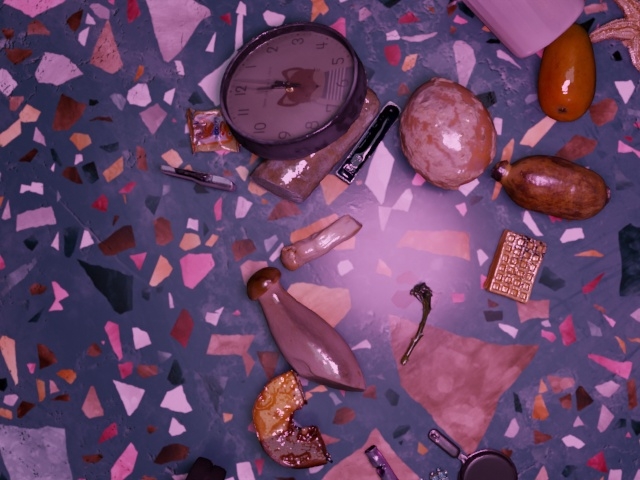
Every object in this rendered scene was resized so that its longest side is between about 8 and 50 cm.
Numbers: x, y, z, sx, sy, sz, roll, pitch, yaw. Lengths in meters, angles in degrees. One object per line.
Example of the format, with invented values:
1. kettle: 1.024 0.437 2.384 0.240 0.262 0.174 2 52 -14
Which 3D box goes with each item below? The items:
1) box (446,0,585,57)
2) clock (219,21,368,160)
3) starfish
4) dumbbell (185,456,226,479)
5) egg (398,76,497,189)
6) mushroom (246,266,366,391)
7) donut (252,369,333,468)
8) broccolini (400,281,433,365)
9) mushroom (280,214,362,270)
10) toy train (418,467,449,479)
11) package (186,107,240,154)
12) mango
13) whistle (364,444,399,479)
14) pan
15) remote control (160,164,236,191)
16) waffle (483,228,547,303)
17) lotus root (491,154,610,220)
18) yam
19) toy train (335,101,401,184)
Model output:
1. box: 0.448 -0.534 1.584 0.291 0.262 0.206 -34 108 35
2. clock: -0.061 -0.326 1.611 0.325 0.067 0.324 -7 65 14
3. starfish: 0.703 -0.460 1.665 0.216 0.071 0.238 -27 82 -5
4. dumbbell: -0.168 0.600 1.606 0.389 0.185 0.185 20 90 2
5. egg: 0.271 -0.230 1.605 0.204 0.203 0.245 -18 82 1
6. mushroom: -0.035 0.207 1.638 0.128 0.128 0.350 -39 86 0
7. donut: -0.071 0.399 1.657 0.141 0.085 0.217 -18 88 1
8. broccolini: 0.221 0.188 1.677 0.052 0.054 0.194 10 91 -17
9. mushroom: 0.002 0.003 1.680 0.202 0.054 0.059 -28 87 -4
10. toy train: 0.247 0.547 1.675 0.092 0.029 0.045 -28 96 0
11. package: -0.242 -0.250 1.698 0.121 0.031 0.107 -4 89 1
12. mango: 0.535 -0.368 1.622 0.121 0.151 0.220 3 92 21
13. whistle: 0.157 0.537 1.675 0.033 0.033 0.176 -34 88 1
14. pan: 0.336 0.504 1.672 0.235 0.028 0.136 38 90 2
15. remote control: -0.274 -0.140 1.680 0.166 0.065 0.029 12 90 1
16. waffle: 0.436 0.058 1.671 0.103 0.042 0.147 20 89 1
17. lotus root: 0.493 -0.121 1.621 0.261 0.145 0.128 13 83 -1
18. yam: 0.000 -0.213 1.651 0.330 0.133 0.133 -45 88 -3
19. toy train: 0.109 -0.220 1.681 0.043 0.047 0.207 36 89 -2
